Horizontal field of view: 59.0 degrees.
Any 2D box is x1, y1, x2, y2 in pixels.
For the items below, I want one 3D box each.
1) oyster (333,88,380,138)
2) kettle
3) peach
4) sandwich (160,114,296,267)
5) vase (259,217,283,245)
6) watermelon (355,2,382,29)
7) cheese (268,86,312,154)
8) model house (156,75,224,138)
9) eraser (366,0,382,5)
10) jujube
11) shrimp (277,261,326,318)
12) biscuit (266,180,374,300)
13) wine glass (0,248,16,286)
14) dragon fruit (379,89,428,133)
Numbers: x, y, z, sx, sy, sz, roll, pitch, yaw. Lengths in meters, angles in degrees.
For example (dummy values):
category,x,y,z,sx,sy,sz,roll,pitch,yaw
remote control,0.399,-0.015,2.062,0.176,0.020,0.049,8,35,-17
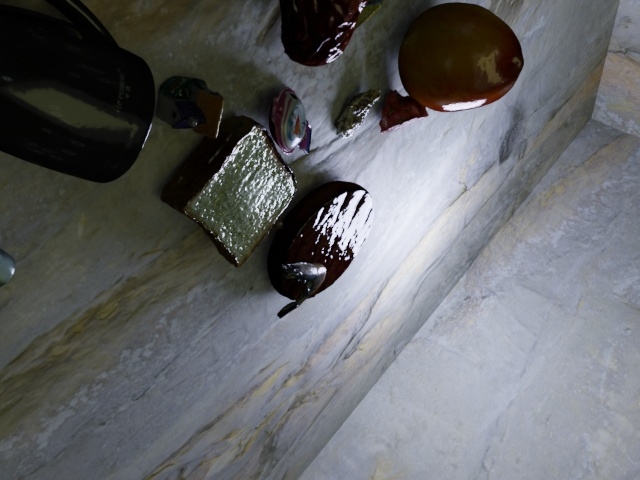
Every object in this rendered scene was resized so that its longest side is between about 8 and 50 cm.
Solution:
category,x,y,z,sx,sy,sz,roll,pitch,yaw
oyster,0.097,-0.345,1.527,0.108,0.053,0.166,1,127,-44
kettle,-0.405,-0.244,0.789,0.290,0.207,0.269,15,78,-50
peach,0.375,-0.484,1.513,0.307,0.332,0.308,-26,125,-43
sandwich,-0.191,-0.117,1.288,0.271,0.099,0.301,-55,149,-13
vase,-0.146,-0.028,1.486,0.100,0.053,0.053,-37,146,-36
watermelon,0.050,-0.486,1.284,0.181,0.092,0.075,-50,165,-26
cheese,-0.062,-0.271,1.336,0.244,0.062,0.155,26,71,-69
model house,-0.241,-0.252,1.074,0.100,0.100,0.088,-12,130,-50
eraser,0.100,-0.650,1.173,0.189,0.104,0.290,-24,137,-37
jujube,0.010,-0.503,1.073,0.216,0.216,0.342,-27,148,-40
shrimp,-0.080,0.141,1.588,0.198,0.051,0.262,-56,155,8
biscuit,0.000,0.000,1.692,0.407,0.091,0.407,-38,149,-28
wine glass,-0.562,0.009,0.903,0.073,0.073,0.155,-42,144,-22
dragon fruit,0.234,-0.386,1.646,0.153,0.153,0.111,-23,99,-44
